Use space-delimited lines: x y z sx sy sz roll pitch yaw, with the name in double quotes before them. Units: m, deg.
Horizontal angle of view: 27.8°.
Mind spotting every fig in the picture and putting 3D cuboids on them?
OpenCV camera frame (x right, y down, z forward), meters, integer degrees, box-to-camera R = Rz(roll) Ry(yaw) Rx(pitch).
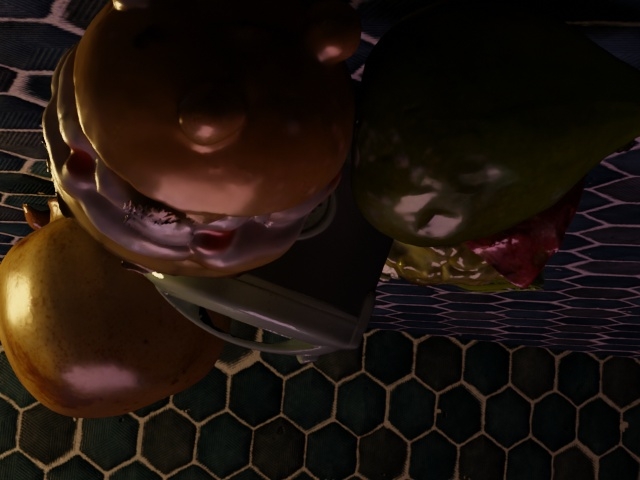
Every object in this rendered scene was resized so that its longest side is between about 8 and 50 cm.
"fig" 0.170 -0.101 1.191 0.314 0.233 0.233 4 171 -27

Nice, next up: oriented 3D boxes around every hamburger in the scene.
"hamburger" -0.096 -0.116 1.119 0.276 0.276 0.237 7 152 -18

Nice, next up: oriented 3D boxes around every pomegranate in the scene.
"pomegranate" -0.347 0.096 2.149 0.416 0.417 0.417 4 170 1

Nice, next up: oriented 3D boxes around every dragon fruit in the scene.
"dragon fruit" 0.192 -0.089 1.474 0.211 0.134 0.262 23 -150 -10

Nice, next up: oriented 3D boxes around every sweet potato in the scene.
"sweet potato" -0.496 -0.023 2.390 0.058 0.055 0.202 -34 162 4

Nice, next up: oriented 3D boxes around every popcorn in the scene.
"popcorn" 0.164 -0.029 1.715 0.235 0.181 0.217 13 169 -21

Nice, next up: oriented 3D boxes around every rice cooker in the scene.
"rice cooker" -0.056 -0.008 1.534 0.288 0.277 0.288 21 176 2

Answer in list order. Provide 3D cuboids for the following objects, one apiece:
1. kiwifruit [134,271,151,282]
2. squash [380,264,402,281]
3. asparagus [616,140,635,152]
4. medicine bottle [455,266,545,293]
"kiwifruit" -0.175 -0.024 1.859 0.234 0.196 0.196 -4 168 20
"squash" 0.001 -0.027 2.002 0.252 0.093 0.169 1 125 15
"asparagus" 0.324 -0.129 1.506 0.036 0.030 0.165 -31 149 30
"medicine bottle" 0.228 -0.006 1.950 0.137 0.141 0.250 -7 166 34
